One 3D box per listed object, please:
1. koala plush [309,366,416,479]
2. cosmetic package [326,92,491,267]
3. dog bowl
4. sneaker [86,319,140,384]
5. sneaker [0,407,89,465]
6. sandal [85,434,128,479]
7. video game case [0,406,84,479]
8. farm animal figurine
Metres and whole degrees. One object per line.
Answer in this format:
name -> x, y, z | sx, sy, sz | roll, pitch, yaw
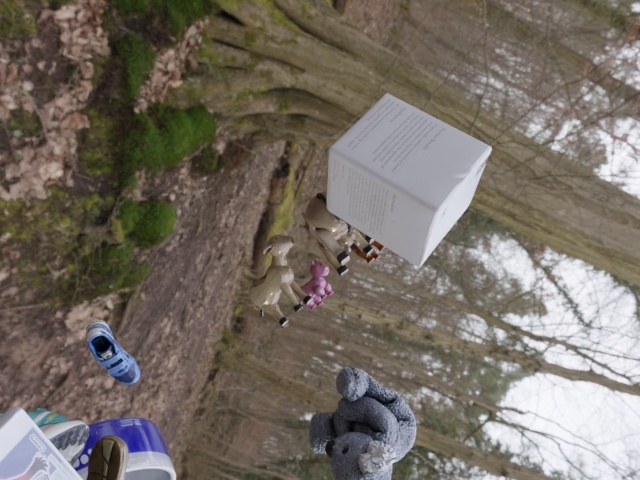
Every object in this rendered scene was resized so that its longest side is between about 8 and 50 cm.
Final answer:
koala plush -> 0.085, 0.395, 0.982 | 0.196, 0.203, 0.221 | -64, -179, 21
cosmetic package -> 0.126, -0.091, 0.791 | 0.151, 0.183, 0.151 | -46, 159, -26
dog bowl -> -0.411, 0.447, 0.962 | 0.104, 0.264, 0.265 | 54, -48, 34
sneaker -> -0.395, 0.220, 0.987 | 0.053, 0.144, 0.059 | -36, -162, -13
sneaker -> -0.423, 0.275, 0.645 | 0.107, 0.109, 0.275 | -70, 161, 2
sandal -> -0.306, 0.351, 0.743 | 0.180, 0.072, 0.049 | -68, 163, 12
video game case -> -0.327, 0.311, 0.540 | 0.183, 0.023, 0.201 | -58, 134, -49
farm animal figurine -> 0.000, 0.000, 1.073 | 0.330, 0.172, 0.327 | -33, 165, -26
